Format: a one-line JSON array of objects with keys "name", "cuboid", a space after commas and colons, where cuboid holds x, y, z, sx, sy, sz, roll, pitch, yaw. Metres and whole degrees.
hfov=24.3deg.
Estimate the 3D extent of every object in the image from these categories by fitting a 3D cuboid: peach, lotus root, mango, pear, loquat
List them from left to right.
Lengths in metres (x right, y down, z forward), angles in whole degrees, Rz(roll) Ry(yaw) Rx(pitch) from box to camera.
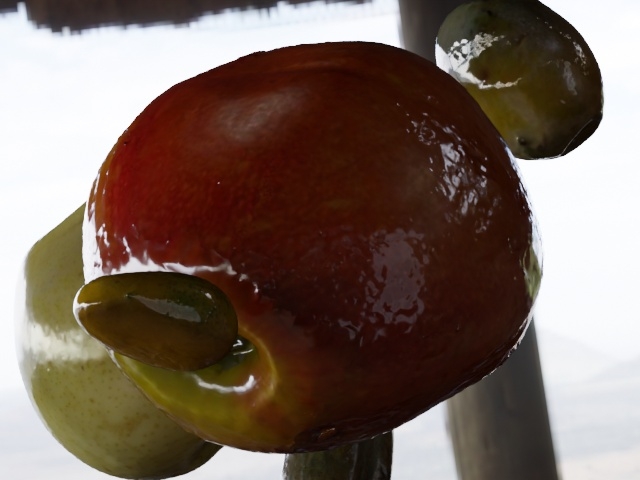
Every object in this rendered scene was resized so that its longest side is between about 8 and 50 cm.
[{"name": "pear", "cuboid": [-0.166, 0.083, 1.496, 0.309, 0.309, 0.309, -8, -5, -1]}, {"name": "mango", "cuboid": [-0.104, 0.049, 0.941, 0.114, 0.057, 0.079, 17, -25, -40]}, {"name": "peach", "cuboid": [-0.001, -0.002, 1.174, 0.372, 0.290, 0.373, -11, 30, 7]}, {"name": "lotus root", "cuboid": [0.019, 0.274, 1.748, 0.124, 0.241, 0.123, 24, -24, -27]}, {"name": "loquat", "cuboid": [0.241, -0.201, 1.818, 0.179, 0.227, 0.179, -42, -9, -9]}]
